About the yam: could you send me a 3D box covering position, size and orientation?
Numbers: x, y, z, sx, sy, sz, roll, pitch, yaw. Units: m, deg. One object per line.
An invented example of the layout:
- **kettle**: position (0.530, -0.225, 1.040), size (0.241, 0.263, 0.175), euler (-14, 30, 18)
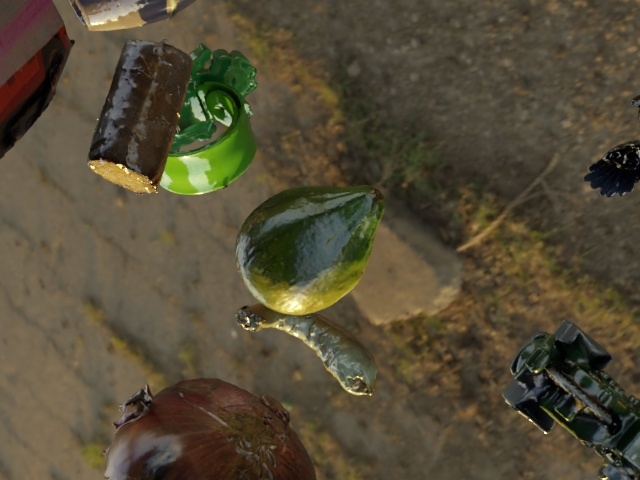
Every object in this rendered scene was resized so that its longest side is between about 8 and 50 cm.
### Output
- **yam**: position (-0.174, -0.122, 1.195), size (0.079, 0.079, 0.141), euler (-1, 69, 48)

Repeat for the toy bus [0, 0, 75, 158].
- **toy bus**: position (-0.369, -0.162, 1.246), size (0.128, 0.302, 0.147), euler (-8, 118, 22)

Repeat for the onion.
- **onion**: position (-0.170, 0.360, 1.882), size (0.354, 0.354, 0.353), euler (24, 125, 39)

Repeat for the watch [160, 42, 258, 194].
- **watch**: position (-0.136, -0.141, 1.469), size (0.131, 0.165, 0.152), euler (76, 170, -45)

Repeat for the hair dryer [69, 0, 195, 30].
- **hair dryer**: position (-0.183, -0.430, 1.374), size (0.121, 0.301, 0.361), euler (48, 162, 51)

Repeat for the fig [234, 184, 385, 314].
- **fig**: position (0.000, 0.000, 1.190), size (0.156, 0.123, 0.123), euler (-28, 87, 41)

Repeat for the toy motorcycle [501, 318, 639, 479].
- **toy motorcycle**: position (0.294, 0.182, 1.237), size (0.275, 0.124, 0.187), euler (40, -178, -19)

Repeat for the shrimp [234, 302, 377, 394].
- **shrimp**: position (-0.015, 0.118, 1.441), size (0.049, 0.166, 0.161), euler (-57, 45, 15)

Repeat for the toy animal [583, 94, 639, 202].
- **toy animal**: position (0.293, -0.074, 1.035), size (0.220, 0.062, 0.108), euler (134, 137, -54)
